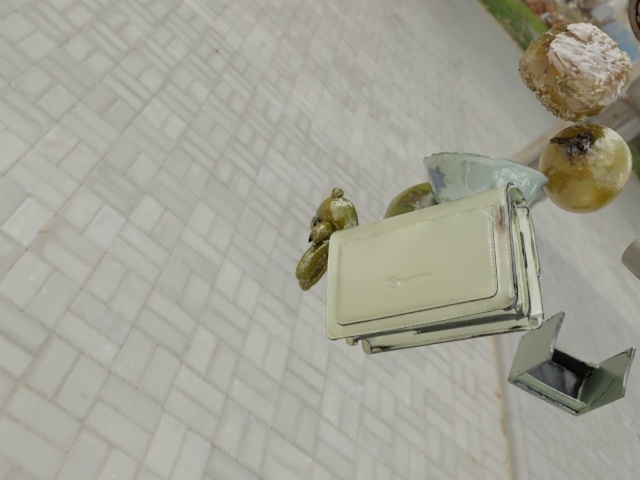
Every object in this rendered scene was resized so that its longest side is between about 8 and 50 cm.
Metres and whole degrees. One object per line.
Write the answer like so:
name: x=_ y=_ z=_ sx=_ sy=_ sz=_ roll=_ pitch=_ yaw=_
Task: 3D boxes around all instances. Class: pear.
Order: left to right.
pear: x=0.318 y=-0.043 z=1.965 sx=0.269 sy=0.321 sz=0.269 roll=-20 pitch=90 yaw=-84

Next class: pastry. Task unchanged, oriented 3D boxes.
pastry: x=0.617 y=-0.407 z=1.712 sx=0.311 sy=0.162 sz=0.255 roll=-32 pitch=75 yaw=-36

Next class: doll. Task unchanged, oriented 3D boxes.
doll: x=0.000 y=0.000 z=1.407 sx=0.209 sy=0.097 sz=0.137 roll=-56 pitch=144 yaw=-24

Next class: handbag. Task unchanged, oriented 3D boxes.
handbag: x=0.193 y=0.056 z=1.229 sx=0.160 sy=0.358 sz=0.237 roll=26 pitch=57 yaw=-50

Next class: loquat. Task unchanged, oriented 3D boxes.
loquat: x=0.666 y=-0.187 z=1.762 sx=0.244 sy=0.244 sz=0.244 roll=34 pitch=34 yaw=-27

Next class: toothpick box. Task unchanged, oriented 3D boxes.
toothpick box: x=0.843 y=0.078 z=1.706 sx=0.111 sy=0.111 sz=0.180 roll=20 pitch=26 yaw=-42

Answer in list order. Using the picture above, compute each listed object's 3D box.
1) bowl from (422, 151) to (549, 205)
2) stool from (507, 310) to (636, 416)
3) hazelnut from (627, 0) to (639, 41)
bowl: x=0.392 y=-0.106 z=1.725 sx=0.313 sy=0.313 sz=0.146 roll=18 pitch=83 yaw=-44
stool: x=0.739 y=0.373 z=2.071 sx=0.243 sy=0.269 sz=0.170 roll=27 pitch=62 yaw=1
hazelnut: x=0.667 y=-0.470 z=1.314 sx=0.202 sy=0.170 sz=0.160 roll=42 pitch=31 yaw=-54
